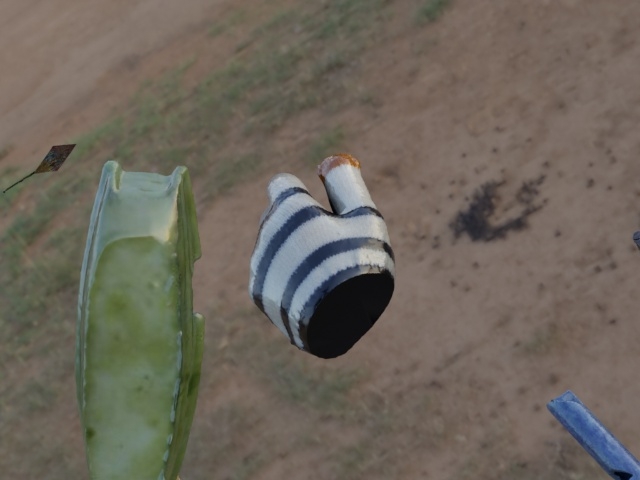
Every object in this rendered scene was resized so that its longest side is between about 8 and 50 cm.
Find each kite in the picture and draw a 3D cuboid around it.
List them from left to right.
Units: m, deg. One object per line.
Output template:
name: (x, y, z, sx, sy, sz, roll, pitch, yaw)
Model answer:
kite: (-0.257, -0.070, 1.063, 0.078, 0.002, 0.044, -31, -19, -45)

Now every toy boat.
toy boat: (-0.132, 0.091, 0.837, 0.093, 0.293, 0.055, 4, 18, -5)

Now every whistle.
whistle: (0.532, 0.391, 2.127, 0.062, 0.062, 0.304, -36, 46, -5)

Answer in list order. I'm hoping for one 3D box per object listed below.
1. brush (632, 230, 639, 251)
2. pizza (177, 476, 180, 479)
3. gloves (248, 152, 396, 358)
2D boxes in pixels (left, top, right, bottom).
brush: (0.466, 0.063, 1.471, 0.036, 0.248, 0.043, -39, 34, 8)
pizza: (-0.247, 0.195, 1.521, 0.081, 0.229, 0.289, -18, 61, -16)
gloves: (-0.014, 0.004, 1.081, 0.131, 0.140, 0.218, -6, 36, -29)
